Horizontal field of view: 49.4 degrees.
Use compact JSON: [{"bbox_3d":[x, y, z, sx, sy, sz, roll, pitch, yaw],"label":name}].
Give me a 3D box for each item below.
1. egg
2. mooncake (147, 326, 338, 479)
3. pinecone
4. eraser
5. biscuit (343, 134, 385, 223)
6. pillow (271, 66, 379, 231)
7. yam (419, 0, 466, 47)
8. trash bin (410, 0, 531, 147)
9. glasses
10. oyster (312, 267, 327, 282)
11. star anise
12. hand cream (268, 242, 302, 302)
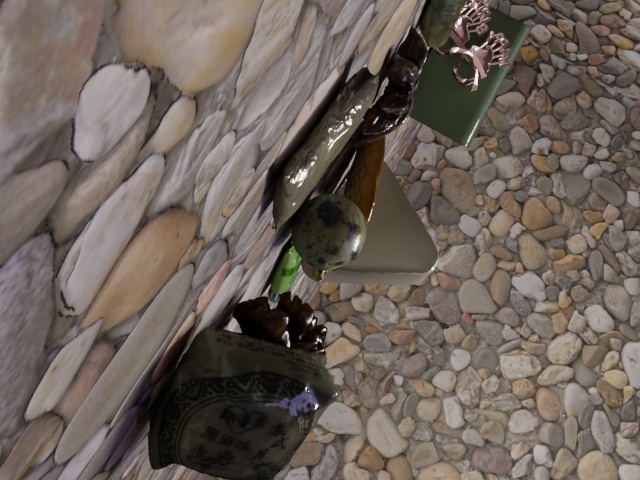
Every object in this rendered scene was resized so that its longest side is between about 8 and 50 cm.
[{"bbox_3d":[0.015,-0.012,1.313,0.141,0.141,0.182,-57,174,-15],"label":"egg"},{"bbox_3d":[-0.125,0.267,1.056,0.250,0.254,0.136,-57,-151,25],"label":"mooncake"},{"bbox_3d":[-0.091,0.193,1.228,0.229,0.202,0.201,115,-19,-44],"label":"pinecone"},{"bbox_3d":[0.091,-0.006,1.722,0.331,0.331,0.150,-57,177,-17],"label":"eraser"},{"bbox_3d":[0.089,-0.144,1.491,0.309,0.040,0.205,-118,-137,-81],"label":"biscuit"},{"bbox_3d":[0.000,-0.130,0.992,0.230,0.050,0.148,-53,169,-24],"label":"pillow"},{"bbox_3d":[0.233,-0.437,1.317,0.068,0.068,0.169,-57,176,-20],"label":"yam"},{"bbox_3d":[0.388,-0.454,1.864,0.343,0.223,0.158,-62,174,22],"label":"trash bin"},{"bbox_3d":[0.377,-0.479,1.693,0.162,0.255,0.095,-44,-141,7],"label":"glasses"},{"bbox_3d":[0.000,0.000,1.555,0.163,0.081,0.191,16,77,-82],"label":"oyster"},{"bbox_3d":[0.139,-0.272,1.328,0.230,0.081,0.262,-71,-175,-58],"label":"star anise"},{"bbox_3d":[-0.068,0.059,1.469,0.095,0.046,0.175,-48,167,-51],"label":"hand cream"}]
